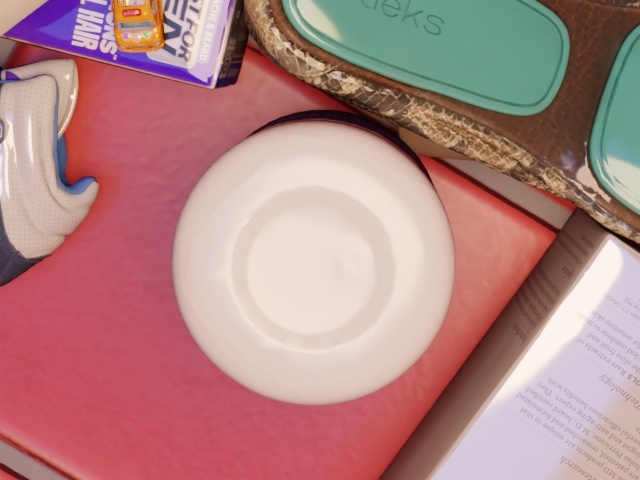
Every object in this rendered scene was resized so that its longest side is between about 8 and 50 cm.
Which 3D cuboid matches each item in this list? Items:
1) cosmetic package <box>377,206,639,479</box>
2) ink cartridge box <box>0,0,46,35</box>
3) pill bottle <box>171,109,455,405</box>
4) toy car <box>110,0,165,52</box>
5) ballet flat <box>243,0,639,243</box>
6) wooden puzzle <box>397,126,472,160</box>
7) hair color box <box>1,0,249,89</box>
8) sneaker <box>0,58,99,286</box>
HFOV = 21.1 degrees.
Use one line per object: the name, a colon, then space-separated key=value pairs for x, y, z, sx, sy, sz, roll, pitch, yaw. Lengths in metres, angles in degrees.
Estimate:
cosmetic package: x=0.154 y=0.168 z=1.296 sx=0.155 sy=0.197 sz=0.365 roll=34 pitch=98 yaw=-3
ink cartridge box: x=-0.263 y=-0.338 z=1.104 sx=0.279 sy=0.160 sz=0.385 roll=-39 pitch=72 yaw=-8
pill bottle: x=0.000 y=0.000 z=1.216 sx=0.181 sy=0.323 sz=0.182 roll=0 pitch=97 yaw=2
toy car: x=-0.161 y=-0.165 z=1.158 sx=0.122 sy=0.040 sz=0.060 roll=14 pitch=97 yaw=0
ballet flat: x=0.170 y=-0.101 z=1.209 sx=0.482 sy=0.182 sz=0.164 roll=22 pitch=85 yaw=-7
wooden puzzle: x=0.231 y=-0.225 z=1.311 sx=0.322 sy=0.080 sz=0.348 roll=5 pitch=101 yaw=2
hair color box: x=-0.220 y=-0.201 z=1.270 sx=0.338 sy=0.185 sz=0.110 roll=13 pitch=97 yaw=1
sneaker: x=-0.309 y=-0.113 z=1.320 sx=0.236 sy=0.130 sz=0.323 roll=-29 pitch=92 yaw=-2
